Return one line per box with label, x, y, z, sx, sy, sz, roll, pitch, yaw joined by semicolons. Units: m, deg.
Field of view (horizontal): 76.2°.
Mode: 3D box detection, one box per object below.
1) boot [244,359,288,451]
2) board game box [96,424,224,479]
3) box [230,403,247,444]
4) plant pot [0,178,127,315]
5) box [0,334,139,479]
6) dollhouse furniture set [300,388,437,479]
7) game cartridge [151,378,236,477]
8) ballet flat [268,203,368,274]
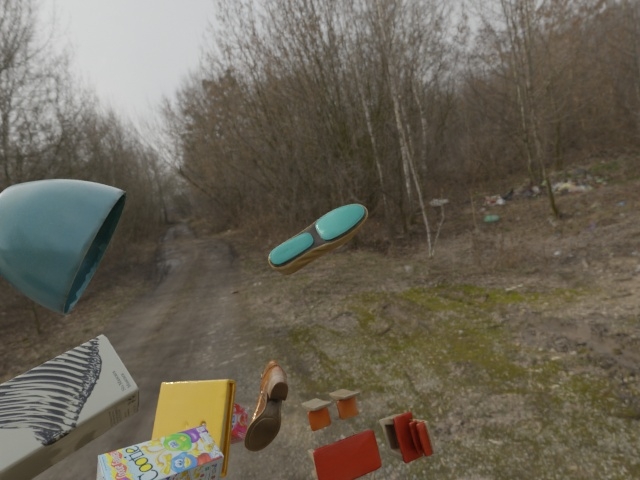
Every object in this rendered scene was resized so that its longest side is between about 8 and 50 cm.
boot;-0.137;0.413;1.039;0.073;0.197;0.152;27;-2;-15
board game box;-0.416;0.617;1.059;0.275;0.144;0.142;1;17;-40
box;-0.407;0.704;1.598;0.123;0.257;0.128;-22;47;18
plant pot;-0.568;-0.012;0.858;0.195;0.290;0.290;25;-3;-19
box;-0.397;0.250;0.539;0.275;0.113;0.094;-29;-23;-39
dollhouse furniture set;0.107;0.464;0.902;0.259;0.262;0.135;-9;-13;-25
game cartridge;-0.430;0.616;1.359;0.324;0.285;0.053;-13;-28;29
ballet flat;0.000;0.000;0.864;0.232;0.080;0.073;-28;-37;6
